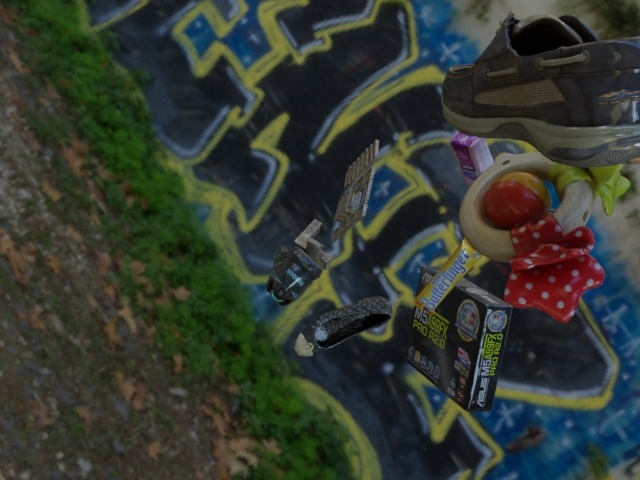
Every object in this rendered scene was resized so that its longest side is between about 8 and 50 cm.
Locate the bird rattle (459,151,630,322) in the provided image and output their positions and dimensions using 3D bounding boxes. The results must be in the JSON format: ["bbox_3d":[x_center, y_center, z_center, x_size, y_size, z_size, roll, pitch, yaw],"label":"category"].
[{"bbox_3d":[0.267,-0.028,1.099,0.207,0.253,0.143,11,-24,43],"label":"bird rattle"}]

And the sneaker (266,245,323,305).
[{"bbox_3d":[-0.073,0.073,1.856,0.101,0.106,0.267,40,-8,-3],"label":"sneaker"}]

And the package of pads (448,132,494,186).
[{"bbox_3d":[0.214,-0.109,1.250,0.050,0.032,0.083,19,-37,51],"label":"package of pads"}]

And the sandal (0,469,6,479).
[{"bbox_3d":[-0.708,0.547,1.944,0.079,0.088,0.240,12,67,-33],"label":"sandal"}]

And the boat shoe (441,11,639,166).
[{"bbox_3d":[0.231,-0.165,0.912,0.355,0.132,0.130,-143,-131,-65],"label":"boat shoe"}]

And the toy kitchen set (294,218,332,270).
[{"bbox_3d":[0.000,0.000,1.851,0.083,0.075,0.068,33,-31,15],"label":"toy kitchen set"}]

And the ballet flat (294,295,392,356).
[{"bbox_3d":[0.035,0.139,1.465,0.057,0.173,0.049,62,2,-21],"label":"ballet flat"}]

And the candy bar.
[{"bbox_3d":[0.185,0.053,1.301,0.040,0.161,0.018,32,42,-3],"label":"candy bar"}]

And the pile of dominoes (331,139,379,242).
[{"bbox_3d":[0.091,-0.105,2.024,0.040,0.195,0.251,18,-18,-11],"label":"pile of dominoes"}]

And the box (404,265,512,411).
[{"bbox_3d":[0.268,0.189,1.810,0.270,0.060,0.216,-144,-120,-63],"label":"box"}]
